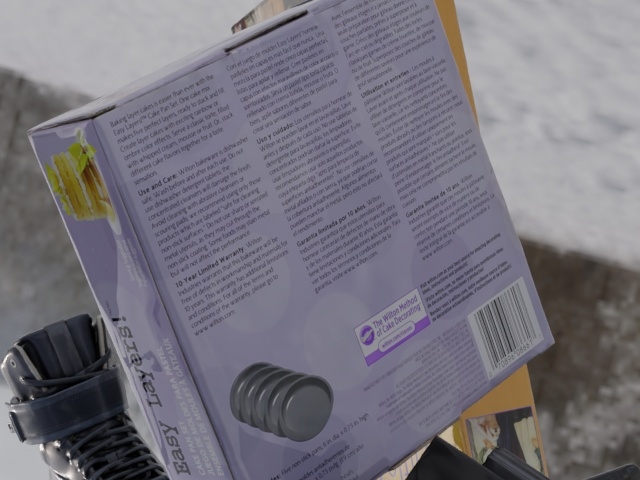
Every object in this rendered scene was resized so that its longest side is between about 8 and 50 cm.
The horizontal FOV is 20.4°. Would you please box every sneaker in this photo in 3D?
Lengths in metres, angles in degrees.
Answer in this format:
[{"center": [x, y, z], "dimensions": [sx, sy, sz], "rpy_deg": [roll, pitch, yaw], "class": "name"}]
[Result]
[{"center": [-0.152, 0.136, 1.223], "dimensions": [0.086, 0.163, 0.226], "rpy_deg": [-17, -172, -24], "class": "sneaker"}]

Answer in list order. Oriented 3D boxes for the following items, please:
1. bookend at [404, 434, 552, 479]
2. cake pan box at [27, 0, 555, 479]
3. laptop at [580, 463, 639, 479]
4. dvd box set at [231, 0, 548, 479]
[{"center": [0.044, 0.160, 0.828], "dimensions": [0.072, 0.157, 0.156], "rpy_deg": [32, 175, 32], "class": "bookend"}, {"center": [0.000, 0.000, 0.966], "dimensions": [0.070, 0.245, 0.267], "rpy_deg": [-5, -159, 48], "class": "cake pan box"}, {"center": [0.121, 0.384, 1.497], "dimensions": [0.382, 0.408, 0.236], "rpy_deg": [-19, -164, 2], "class": "laptop"}, {"center": [0.040, 0.010, 1.287], "dimensions": [0.062, 0.420, 0.307], "rpy_deg": [-9, 177, -20], "class": "dvd box set"}]
